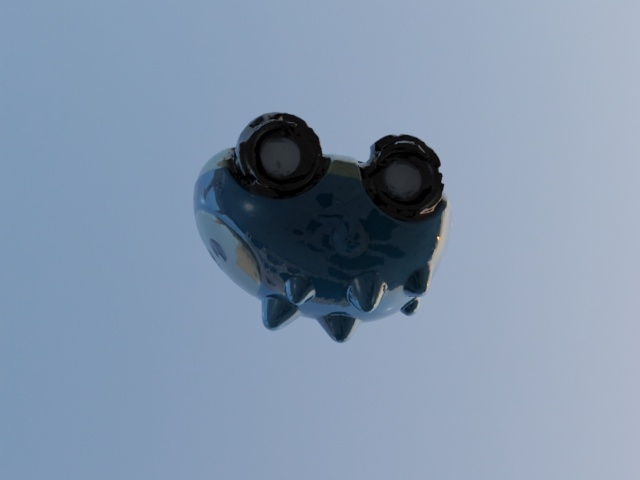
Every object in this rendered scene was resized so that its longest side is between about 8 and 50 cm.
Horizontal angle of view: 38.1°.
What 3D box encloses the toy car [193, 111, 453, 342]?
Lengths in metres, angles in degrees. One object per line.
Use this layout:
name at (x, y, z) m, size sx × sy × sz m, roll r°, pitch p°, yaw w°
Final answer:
toy car at (0.000, 0.000, 0.890) m, size 0.255 × 0.188 × 0.190 m, roll 11°, pitch -107°, yaw -10°
